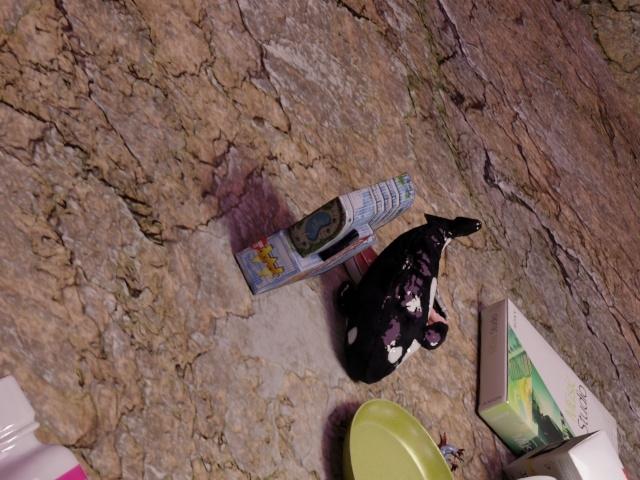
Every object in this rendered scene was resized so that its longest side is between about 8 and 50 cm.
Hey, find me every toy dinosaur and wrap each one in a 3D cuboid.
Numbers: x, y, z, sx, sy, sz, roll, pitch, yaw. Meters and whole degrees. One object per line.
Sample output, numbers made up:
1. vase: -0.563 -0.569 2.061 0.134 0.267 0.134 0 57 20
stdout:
1. toy dinosaur: 0.154 0.287 1.988 0.082 0.047 0.090 20 14 -41

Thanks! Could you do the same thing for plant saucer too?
1. plant saucer: 0.097 0.311 1.844 0.241 0.037 0.241 40 35 -35

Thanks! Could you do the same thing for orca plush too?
1. orca plush: 0.123 0.053 1.954 0.151 0.102 0.287 40 59 13

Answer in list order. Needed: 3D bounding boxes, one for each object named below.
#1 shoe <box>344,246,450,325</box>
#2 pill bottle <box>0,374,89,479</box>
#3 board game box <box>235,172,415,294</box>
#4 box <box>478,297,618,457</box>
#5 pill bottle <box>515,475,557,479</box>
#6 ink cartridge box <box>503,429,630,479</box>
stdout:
1. shoe: 0.102 0.054 2.050 0.178 0.081 0.063 58 27 -7
2. pill bottle: -0.234 0.260 1.179 0.283 0.160 0.160 61 27 0
3. board game box: 0.000 0.000 1.853 0.194 0.194 0.060 -22 82 -49
4. box: 0.353 0.270 2.306 0.322 0.058 0.232 45 31 -26
5. pill bottle: 0.292 0.425 1.985 0.119 0.119 0.208 26 42 -49
6. ink cartridge box: 0.348 0.345 2.092 0.072 0.175 0.127 -25 86 -29
